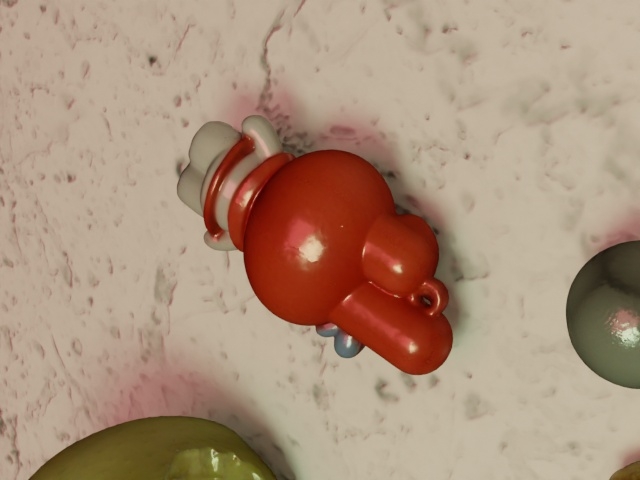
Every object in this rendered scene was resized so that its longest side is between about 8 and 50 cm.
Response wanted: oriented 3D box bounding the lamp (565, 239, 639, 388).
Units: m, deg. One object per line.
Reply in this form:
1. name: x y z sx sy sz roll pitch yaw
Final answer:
1. lamp: 0.226 0.052 0.710 0.105 0.105 0.105 7 101 37

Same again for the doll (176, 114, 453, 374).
1. doll: 0.000 0.000 0.861 0.290 0.130 0.161 33 113 23

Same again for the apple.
1. apple: -0.160 0.303 0.948 0.279 0.279 0.279 7 101 37

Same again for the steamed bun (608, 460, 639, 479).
1. steamed bun: 0.248 0.247 0.689 0.141 0.155 0.172 -11 91 37
